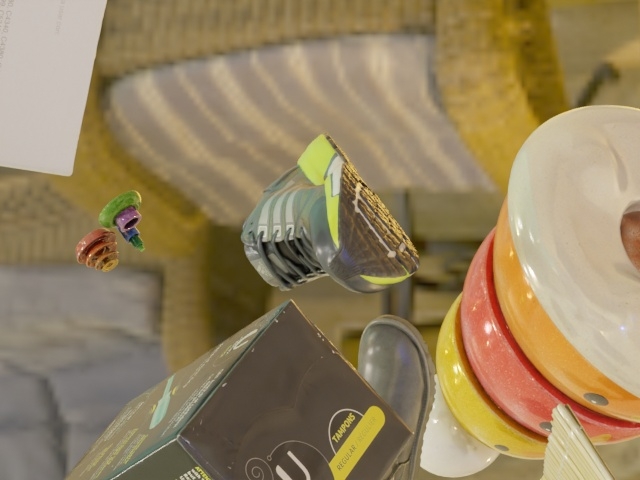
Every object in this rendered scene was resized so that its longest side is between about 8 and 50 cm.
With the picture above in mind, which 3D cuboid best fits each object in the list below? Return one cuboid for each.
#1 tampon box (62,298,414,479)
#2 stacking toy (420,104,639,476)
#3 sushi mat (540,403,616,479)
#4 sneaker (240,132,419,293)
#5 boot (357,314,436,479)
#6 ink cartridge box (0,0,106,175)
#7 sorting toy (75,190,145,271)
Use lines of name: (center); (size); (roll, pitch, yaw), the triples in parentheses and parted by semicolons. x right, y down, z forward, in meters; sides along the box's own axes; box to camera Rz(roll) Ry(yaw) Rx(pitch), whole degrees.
tampon box: (-0.055, 0.128, 1.016); (0.101, 0.120, 0.161); (48, 135, -8)
stacking toy: (0.243, 0.117, 2.028); (0.350, 0.350, 0.480); (11, 144, -26)
sushi mat: (0.242, 0.275, 1.407); (0.019, 0.316, 0.151); (-17, 141, -17)
sneaker: (0.000, 0.000, 1.643); (0.121, 0.111, 0.300); (-39, -169, 3)
boot: (0.024, 0.178, 1.593); (0.076, 0.189, 0.208); (5, -163, 28)
ink cartridge box: (-0.319, -0.174, 1.420); (0.270, 0.197, 0.198); (8, -173, -31)
sorting toy: (-0.210, -0.004, 2.020); (0.102, 0.042, 0.061); (-49, 159, 27)
